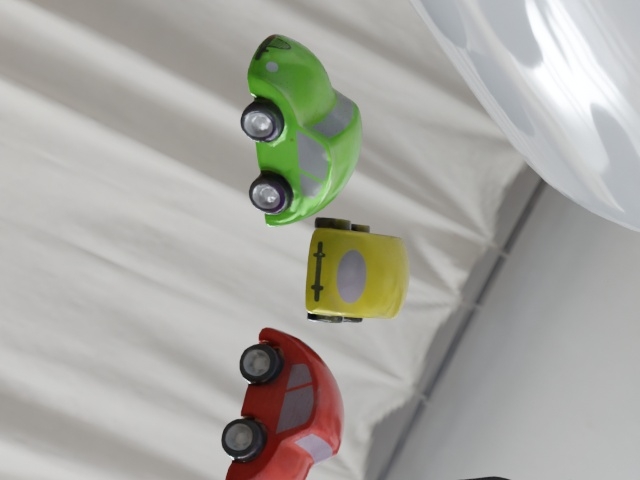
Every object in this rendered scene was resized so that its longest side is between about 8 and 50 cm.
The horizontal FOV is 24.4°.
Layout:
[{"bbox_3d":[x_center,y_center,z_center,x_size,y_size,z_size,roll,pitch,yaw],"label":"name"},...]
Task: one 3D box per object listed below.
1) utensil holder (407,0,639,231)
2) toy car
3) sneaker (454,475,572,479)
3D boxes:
[{"bbox_3d":[0.132,-0.218,0.542,0.327,0.385,0.328,-14,-123,22],"label":"utensil holder"},{"bbox_3d":[0.000,0.000,0.786,0.239,0.053,0.225,-61,150,-54],"label":"toy car"},{"bbox_3d":[0.089,0.291,1.124,0.321,0.180,0.124,-34,-164,-22],"label":"sneaker"}]
